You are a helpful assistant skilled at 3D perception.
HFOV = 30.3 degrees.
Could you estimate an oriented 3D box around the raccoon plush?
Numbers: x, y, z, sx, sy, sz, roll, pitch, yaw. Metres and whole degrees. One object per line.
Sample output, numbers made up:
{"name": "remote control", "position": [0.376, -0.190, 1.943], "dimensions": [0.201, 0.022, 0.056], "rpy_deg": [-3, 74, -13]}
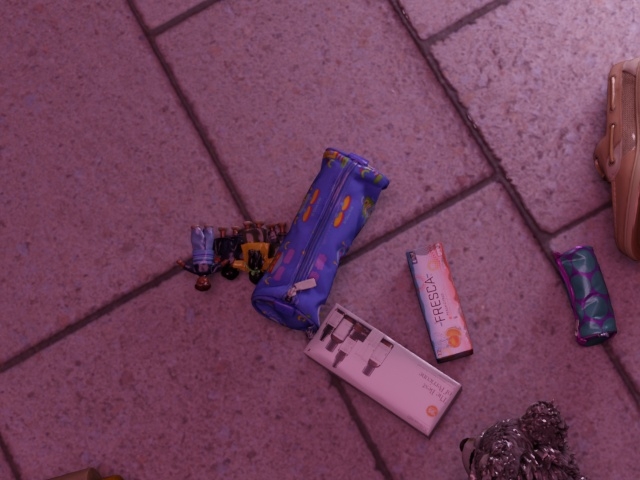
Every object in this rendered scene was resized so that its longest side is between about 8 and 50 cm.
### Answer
{"name": "raccoon plush", "position": [0.392, 0.394, 1.620], "dimensions": [0.447, 0.299, 0.216], "rpy_deg": [15, 48, 18]}

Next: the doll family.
{"name": "doll family", "position": [-0.136, 0.028, 1.938], "dimensions": [0.193, 0.076, 0.111], "rpy_deg": [-4, 80, 12]}

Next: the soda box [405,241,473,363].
{"name": "soda box", "position": [0.190, 0.100, 1.879], "dimensions": [0.063, 0.058, 0.183], "rpy_deg": [-16, 74, 4]}

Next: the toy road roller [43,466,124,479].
{"name": "toy road roller", "position": [-0.384, 0.512, 1.761], "dimensions": [0.203, 0.240, 0.329], "rpy_deg": [-17, 75, 3]}

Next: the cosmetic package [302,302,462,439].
{"name": "cosmetic package", "position": [0.098, 0.206, 1.865], "dimensions": [0.239, 0.060, 0.099], "rpy_deg": [32, 83, 14]}

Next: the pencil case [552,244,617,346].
{"name": "pencil case", "position": [0.414, 0.087, 1.848], "dimensions": [0.070, 0.064, 0.151], "rpy_deg": [-7, 73, -20]}

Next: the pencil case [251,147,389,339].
{"name": "pencil case", "position": [0.000, 0.000, 1.881], "dimensions": [0.119, 0.133, 0.306], "rpy_deg": [26, 76, 0]}

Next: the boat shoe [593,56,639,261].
{"name": "boat shoe", "position": [0.499, -0.129, 1.877], "dimensions": [0.110, 0.122, 0.341], "rpy_deg": [-5, 68, 45]}
